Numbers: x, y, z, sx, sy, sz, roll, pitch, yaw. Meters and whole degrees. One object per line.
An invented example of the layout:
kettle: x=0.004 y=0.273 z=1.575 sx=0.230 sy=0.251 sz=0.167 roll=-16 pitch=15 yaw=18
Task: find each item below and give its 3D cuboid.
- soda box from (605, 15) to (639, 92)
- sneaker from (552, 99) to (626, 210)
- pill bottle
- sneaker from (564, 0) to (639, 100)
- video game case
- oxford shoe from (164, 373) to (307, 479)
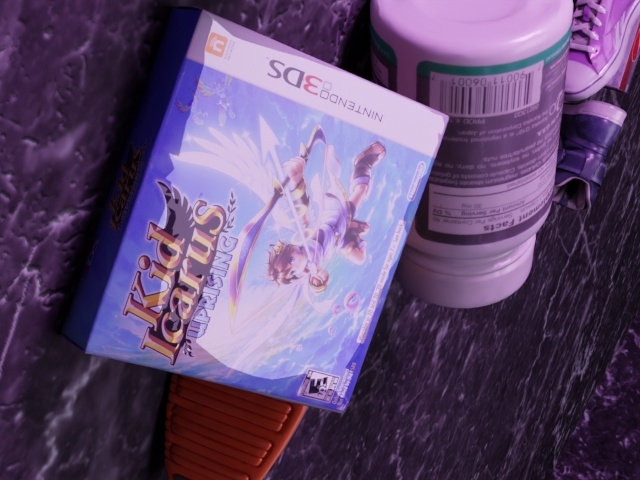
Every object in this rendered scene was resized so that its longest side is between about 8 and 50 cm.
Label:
soda box: x=0.508 y=-0.386 z=1.947 sx=0.092 sy=0.083 sz=0.263 roll=-4 pitch=111 yaw=-65
sneaker: x=0.399 y=-0.133 z=1.845 sx=0.226 sy=0.086 sz=0.163 roll=-137 pitch=-115 yaw=-86
pill bottle: x=0.156 y=-0.111 z=1.258 sx=0.204 sy=0.204 sz=0.361 roll=-50 pitch=149 yaw=-39
sneaker: x=0.415 y=-0.364 z=1.782 sx=0.161 sy=0.102 sz=0.282 roll=36 pitch=78 yaw=-47
video game case: x=-0.045 y=-0.016 z=0.925 sx=0.244 sy=0.061 sz=0.269 roll=18 pitch=92 yaw=-31
oxford shoe: x=-0.038 y=0.082 z=1.093 sx=0.364 sy=0.130 sz=0.133 roll=-68 pitch=165 yaw=1
